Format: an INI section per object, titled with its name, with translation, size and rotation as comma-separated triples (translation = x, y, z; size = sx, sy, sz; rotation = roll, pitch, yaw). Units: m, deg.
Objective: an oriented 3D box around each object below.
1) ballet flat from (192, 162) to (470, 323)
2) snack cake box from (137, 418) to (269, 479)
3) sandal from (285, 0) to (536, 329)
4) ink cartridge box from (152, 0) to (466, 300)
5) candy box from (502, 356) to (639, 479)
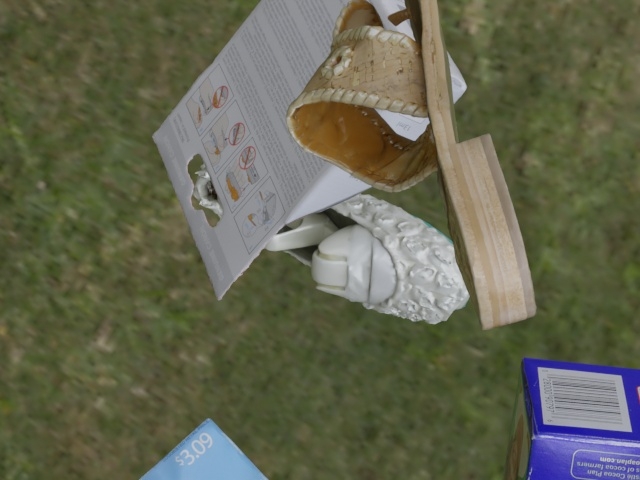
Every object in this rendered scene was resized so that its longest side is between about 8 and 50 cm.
[ballet flat]
translation = 0.000, 0.000, 2.177
size = 0.147, 0.409, 0.147
rotation = -35, 141, -35
[snack cake box]
translation = -0.103, 0.235, 0.873
size = 0.264, 0.152, 0.089
rotation = -42, 170, -16
[sandal]
translation = 0.025, -0.054, 0.767
size = 0.079, 0.240, 0.088
rotation = -15, 136, 0
[ink cartridge box]
translation = -0.014, -0.089, 1.217
size = 0.056, 0.181, 0.225
rotation = 18, 124, -37
[candy box]
translation = 0.257, 0.259, 1.262
size = 0.268, 0.122, 0.317
rotation = 6, 114, 1
